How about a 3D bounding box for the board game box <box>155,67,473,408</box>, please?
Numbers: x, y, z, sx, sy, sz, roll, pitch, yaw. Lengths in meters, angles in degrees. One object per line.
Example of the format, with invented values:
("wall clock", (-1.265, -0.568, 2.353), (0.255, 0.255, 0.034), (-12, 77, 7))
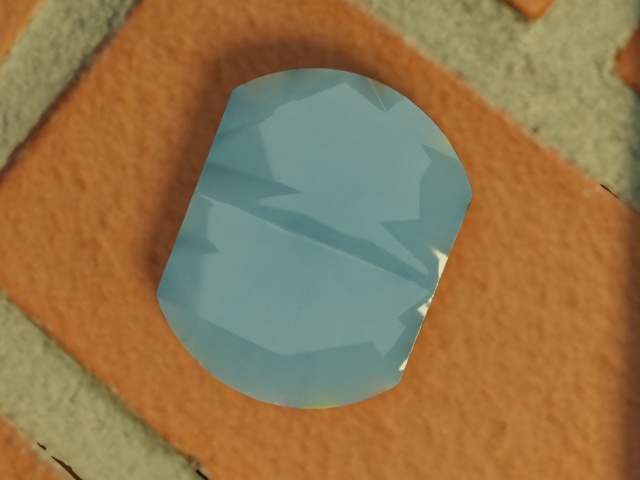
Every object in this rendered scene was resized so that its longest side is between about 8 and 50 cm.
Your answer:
("board game box", (0.000, 0.000, 0.945), (0.133, 0.033, 0.169), (21, 94, 13))
